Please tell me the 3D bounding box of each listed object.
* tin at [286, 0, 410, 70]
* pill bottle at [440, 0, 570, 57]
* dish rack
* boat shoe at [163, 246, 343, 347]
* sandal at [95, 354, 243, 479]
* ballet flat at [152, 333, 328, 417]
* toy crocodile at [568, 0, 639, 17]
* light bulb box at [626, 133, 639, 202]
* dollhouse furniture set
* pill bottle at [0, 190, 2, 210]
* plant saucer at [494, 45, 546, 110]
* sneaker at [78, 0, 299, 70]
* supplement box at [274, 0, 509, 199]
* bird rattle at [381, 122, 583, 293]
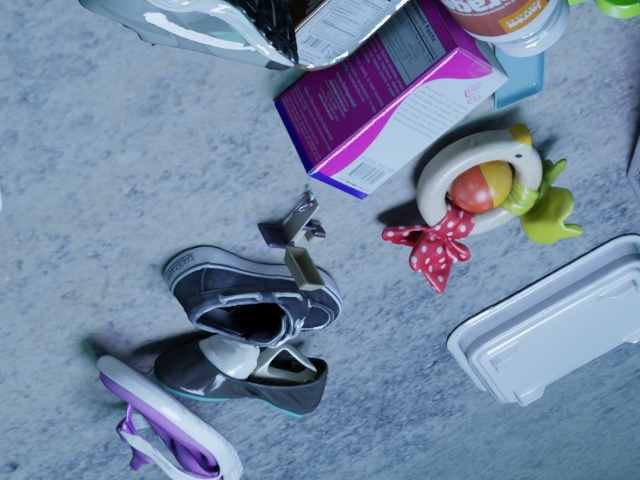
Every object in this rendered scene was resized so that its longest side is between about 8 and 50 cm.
[{"bbox_3d":[0.031,-0.248,1.778,0.190,0.040,0.106,-42,151,24],"label":"tin"},{"bbox_3d":[0.172,-0.277,1.733,0.121,0.121,0.216,-34,143,13],"label":"pill bottle"},{"bbox_3d":[0.375,0.138,2.615,0.333,0.072,0.285,-31,149,5],"label":"dish rack"},{"bbox_3d":[-0.068,0.088,2.155,0.108,0.102,0.301,-40,147,22],"label":"boat shoe"},{"bbox_3d":[-0.199,0.274,2.261,0.102,0.169,0.416,-55,154,-12],"label":"sandal"},{"bbox_3d":[-0.097,0.164,2.266,0.280,0.095,0.096,15,117,-45],"label":"ballet flat"},{"bbox_3d":[0.384,-0.336,1.864,0.341,0.105,0.115,-20,150,-2],"label":"toy crocodile"},{"bbox_3d":[0.573,-0.023,2.151,0.225,0.358,0.361,-27,168,1],"label":"light bulb box"},{"bbox_3d":[0.000,0.000,2.063,0.091,0.114,0.081,7,132,-41],"label":"dollhouse furniture set"},{"bbox_3d":[-0.375,-0.042,1.772,0.083,0.043,0.043,-13,148,-22],"label":"pill bottle"},{"bbox_3d":[0.230,-0.222,1.989,0.067,0.018,0.192,-22,151,-8],"label":"plant saucer"},{"bbox_3d":[-0.121,-0.226,1.649,0.108,0.100,0.271,-28,150,31],"label":"sneaker"},{"bbox_3d":[0.076,-0.163,1.868,0.220,0.114,0.111,-38,147,21],"label":"supplement box"},{"bbox_3d":[0.194,-0.060,2.159,0.254,0.143,0.207,-14,138,3],"label":"bird rattle"}]
